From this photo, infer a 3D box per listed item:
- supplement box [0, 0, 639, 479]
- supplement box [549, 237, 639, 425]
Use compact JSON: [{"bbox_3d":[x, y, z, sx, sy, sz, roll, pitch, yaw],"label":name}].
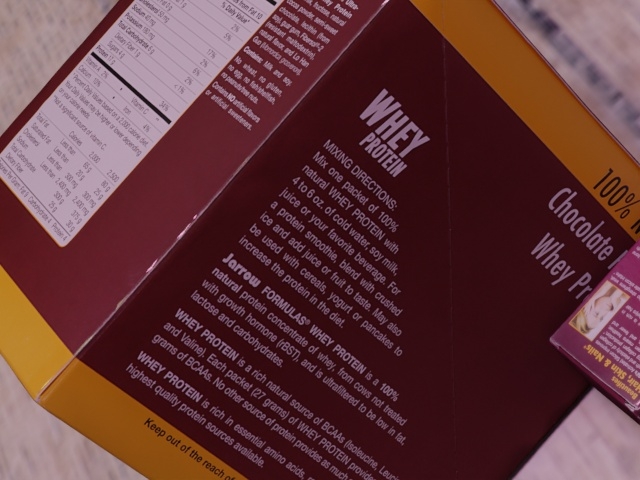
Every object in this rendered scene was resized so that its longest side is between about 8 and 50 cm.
[{"bbox_3d":[0.000,0.000,0.682,0.194,0.191,0.129,-49,39,0],"label":"supplement box"},{"bbox_3d":[0.132,0.027,0.656,0.083,0.043,0.055,-47,39,0],"label":"supplement box"}]
